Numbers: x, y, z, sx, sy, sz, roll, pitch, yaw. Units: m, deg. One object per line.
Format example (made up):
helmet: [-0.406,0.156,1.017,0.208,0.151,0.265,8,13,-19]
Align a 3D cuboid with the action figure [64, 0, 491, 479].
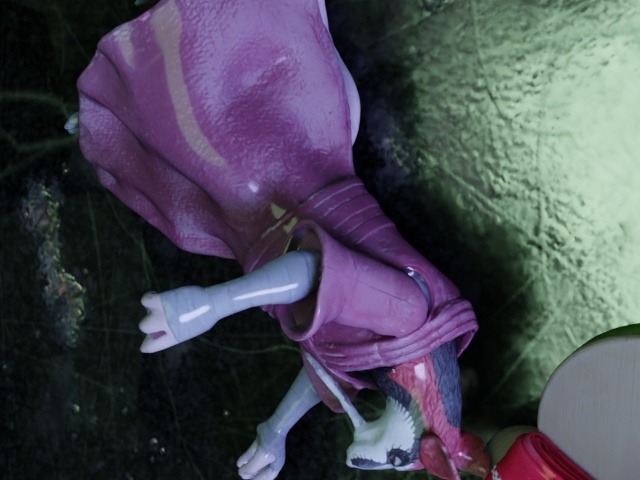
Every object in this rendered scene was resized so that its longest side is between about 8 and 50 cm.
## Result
action figure: [0.000,0.000,0.833,0.276,0.248,0.370,-38,77,-11]

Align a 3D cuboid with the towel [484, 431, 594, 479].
towel: [0.133,0.265,0.779,0.199,0.031,0.274,40,123,16]

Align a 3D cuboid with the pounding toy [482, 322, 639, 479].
pounding toy: [0.220,0.121,0.751,0.183,0.110,0.237,46,140,8]
